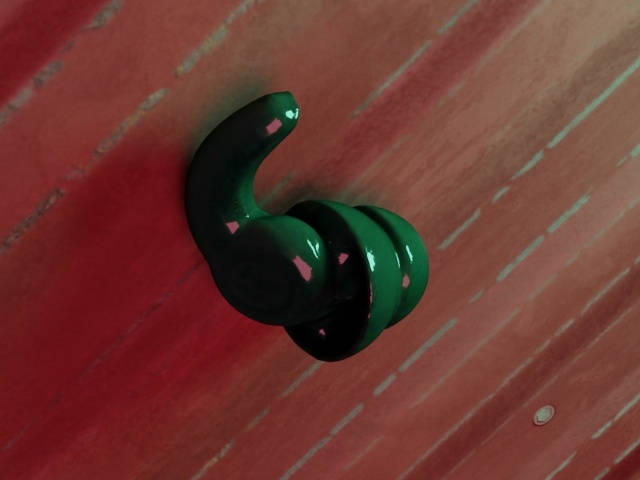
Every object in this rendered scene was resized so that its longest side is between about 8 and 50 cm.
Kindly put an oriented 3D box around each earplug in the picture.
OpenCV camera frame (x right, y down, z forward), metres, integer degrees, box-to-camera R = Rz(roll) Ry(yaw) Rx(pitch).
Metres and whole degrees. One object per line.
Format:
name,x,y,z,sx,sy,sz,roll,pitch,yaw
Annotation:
earplug,-0.004,-0.005,1.083,0.280,0.163,0.258,-1,86,-41
